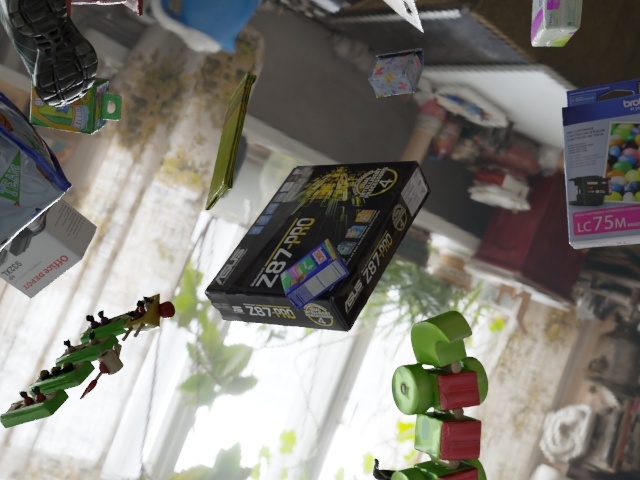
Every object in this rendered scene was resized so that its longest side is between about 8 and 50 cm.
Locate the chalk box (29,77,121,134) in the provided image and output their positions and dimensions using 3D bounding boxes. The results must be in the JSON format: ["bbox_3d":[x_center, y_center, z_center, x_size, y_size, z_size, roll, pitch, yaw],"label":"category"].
[{"bbox_3d":[-0.627,-0.357,2.128,0.212,0.133,0.132,8,-162,-1],"label":"chalk box"}]

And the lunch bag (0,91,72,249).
[{"bbox_3d":[-0.636,-0.104,1.415,0.239,0.327,0.385,53,174,-25],"label":"lunch bag"}]

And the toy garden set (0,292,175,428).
[{"bbox_3d":[-0.348,0.167,1.233,0.203,0.244,0.049,-19,110,30],"label":"toy garden set"}]

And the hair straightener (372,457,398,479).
[{"bbox_3d":[0.171,0.370,1.283,0.230,0.047,0.089,27,153,-37],"label":"hair straightener"}]

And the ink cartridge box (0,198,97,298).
[{"bbox_3d":[-0.726,-0.034,1.935,0.223,0.129,0.307,-33,120,29],"label":"ink cartridge box"}]

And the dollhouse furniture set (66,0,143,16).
[{"bbox_3d":[-0.582,-0.649,1.892,0.201,0.152,0.374,-16,-139,-39],"label":"dollhouse furniture set"}]

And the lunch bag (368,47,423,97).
[{"bbox_3d":[0.122,-0.275,1.307,0.071,0.083,0.053,0,140,32],"label":"lunch bag"}]

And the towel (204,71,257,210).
[{"bbox_3d":[-0.154,-0.171,1.406,0.021,0.237,0.102,19,150,-18],"label":"towel"}]

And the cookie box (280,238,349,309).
[{"bbox_3d":[-0.011,0.056,1.385,0.040,0.107,0.092,52,-175,-22],"label":"cookie box"}]

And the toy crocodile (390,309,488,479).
[{"bbox_3d":[0.162,0.258,1.044,0.115,0.341,0.105,-2,-177,-25],"label":"toy crocodile"}]

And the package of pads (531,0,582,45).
[{"bbox_3d":[0.586,-0.618,2.040,0.101,0.229,0.296,2,-175,8],"label":"package of pads"}]

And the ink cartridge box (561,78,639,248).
[{"bbox_3d":[0.529,-0.147,1.451,0.185,0.311,0.065,-6,162,27],"label":"ink cartridge box"}]

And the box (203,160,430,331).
[{"bbox_3d":[0.000,0.000,1.623,0.318,0.395,0.097,0,133,39],"label":"box"}]

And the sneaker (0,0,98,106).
[{"bbox_3d":[-0.385,-0.295,1.139,0.106,0.101,0.267,51,160,21],"label":"sneaker"}]

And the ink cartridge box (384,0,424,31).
[{"bbox_3d":[0.142,-0.662,1.888,0.353,0.119,0.207,46,-177,16],"label":"ink cartridge box"}]
